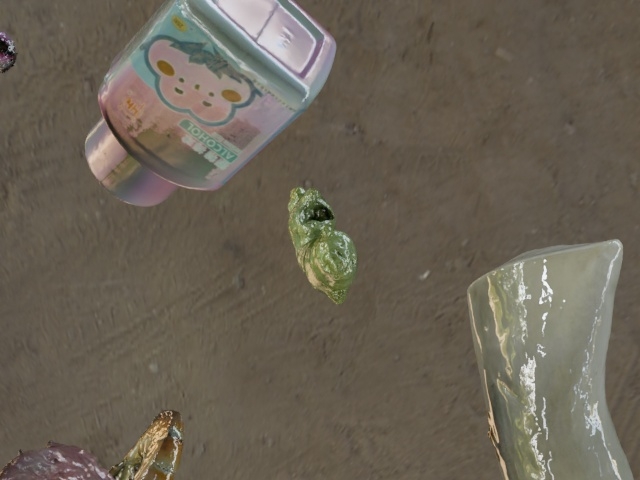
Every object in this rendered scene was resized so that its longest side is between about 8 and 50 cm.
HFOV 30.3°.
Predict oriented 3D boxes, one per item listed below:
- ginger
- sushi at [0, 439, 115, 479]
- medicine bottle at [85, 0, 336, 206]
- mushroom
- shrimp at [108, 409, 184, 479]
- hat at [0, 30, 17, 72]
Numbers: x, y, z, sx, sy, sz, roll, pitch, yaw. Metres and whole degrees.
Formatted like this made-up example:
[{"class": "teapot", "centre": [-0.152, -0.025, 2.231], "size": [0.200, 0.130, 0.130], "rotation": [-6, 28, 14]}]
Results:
[{"class": "ginger", "centre": [-0.002, -0.001, 1.819], "size": [0.089, 0.137, 0.290], "rotation": [4, 27, -12]}, {"class": "sushi", "centre": [-0.230, 0.275, 0.904], "size": [0.107, 0.161, 0.241], "rotation": [26, 81, 13]}, {"class": "medicine bottle", "centre": [-0.092, -0.105, 0.856], "size": [0.119, 0.188, 0.094], "rotation": [39, 40, -15]}, {"class": "mushroom", "centre": [0.247, 0.205, 1.160], "size": [0.126, 0.177, 0.397], "rotation": [-11, 90, -31]}, {"class": "shrimp", "centre": [-0.272, 0.370, 1.645], "size": [0.054, 0.222, 0.290], "rotation": [28, 70, -18]}, {"class": "hat", "centre": [-0.368, -0.139, 0.997], "size": [0.227, 0.129, 0.140], "rotation": [-4, 80, 3]}]
